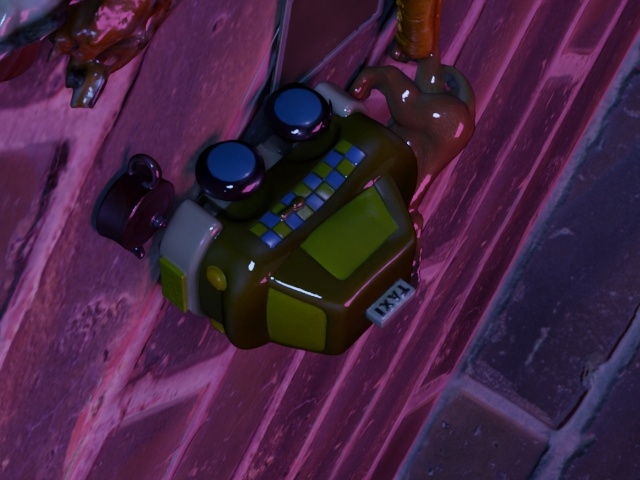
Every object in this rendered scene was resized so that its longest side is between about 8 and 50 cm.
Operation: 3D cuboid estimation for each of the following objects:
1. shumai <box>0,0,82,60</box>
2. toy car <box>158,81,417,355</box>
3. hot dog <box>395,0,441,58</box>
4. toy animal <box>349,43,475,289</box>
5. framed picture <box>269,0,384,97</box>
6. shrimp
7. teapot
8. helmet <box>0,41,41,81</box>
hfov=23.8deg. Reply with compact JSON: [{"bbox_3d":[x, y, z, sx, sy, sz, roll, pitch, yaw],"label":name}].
[{"bbox_3d":[-0.217,-0.189,0.513,0.346,0.217,0.283,-33,122,-24],"label":"shumai"},{"bbox_3d":[0.000,0.000,1.351,0.248,0.198,0.204,-44,159,-26],"label":"toy car"},{"bbox_3d":[0.094,-0.237,1.447,0.165,0.045,0.071,84,11,-64],"label":"hot dog"},{"bbox_3d":[0.080,-0.071,1.544,0.312,0.158,0.097,-61,164,13],"label":"toy animal"},{"bbox_3d":[0.012,-0.210,1.353,0.183,0.011,0.142,-46,160,-35],"label":"framed picture"},{"bbox_3d":[-0.117,-0.155,1.007,0.187,0.052,0.132,-52,162,-29],"label":"shrimp"},{"bbox_3d":[-0.139,-0.026,1.187,0.068,0.045,0.100,-44,159,-44],"label":"teapot"},{"bbox_3d":[-0.186,-0.125,0.855,0.089,0.057,0.111,-32,150,-52],"label":"helmet"}]
